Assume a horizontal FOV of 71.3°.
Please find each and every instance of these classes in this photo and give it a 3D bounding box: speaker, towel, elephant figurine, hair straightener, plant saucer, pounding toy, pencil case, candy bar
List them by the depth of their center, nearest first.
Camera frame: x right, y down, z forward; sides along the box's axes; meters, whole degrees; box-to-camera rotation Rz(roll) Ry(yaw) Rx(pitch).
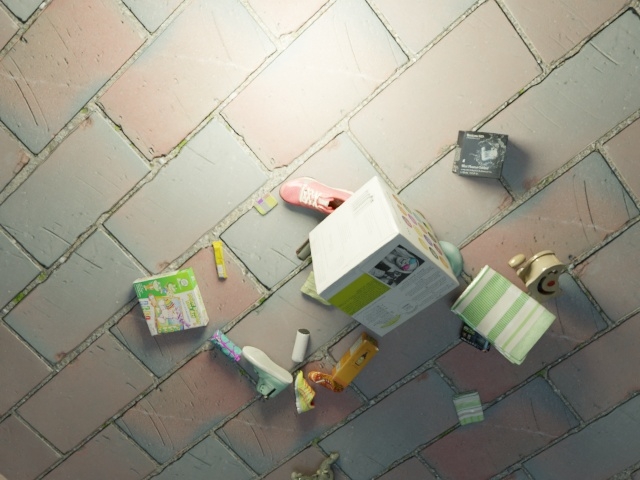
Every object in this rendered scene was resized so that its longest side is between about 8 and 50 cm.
[{"bbox_3d":[0.825,0.103,1.694,0.154,0.155,0.269,-37,130,17],"label":"pounding toy"},{"bbox_3d":[0.702,0.282,1.724,0.324,0.038,0.248,40,84,12],"label":"towel"},{"bbox_3d":[0.000,0.000,1.734,0.230,0.089,0.047,-39,118,10],"label":"hair straightener"},{"bbox_3d":[-0.213,-0.144,1.742,0.083,0.009,0.060,-40,101,13],"label":"towel"},{"bbox_3d":[0.470,0.100,1.763,0.194,0.037,0.195,1,106,2],"label":"plant saucer"},{"bbox_3d":[-0.409,0.081,1.812,0.040,0.018,0.162,-3,106,8],"label":"candy bar"},{"bbox_3d":[0.004,0.197,1.819,0.148,0.027,0.110,29,104,-5],"label":"towel"},{"bbox_3d":[-0.083,0.441,1.879,0.055,0.055,0.136,12,107,-1],"label":"speaker"},{"bbox_3d":[-0.401,0.447,1.890,0.151,0.070,0.064,45,79,-11],"label":"pencil case"},{"bbox_3d":[0.646,0.731,1.941,0.113,0.023,0.152,-16,105,8],"label":"towel"},{"bbox_3d":[-0.004,1.108,2.025,0.239,0.170,0.186,-14,135,-9],"label":"elephant figurine"}]

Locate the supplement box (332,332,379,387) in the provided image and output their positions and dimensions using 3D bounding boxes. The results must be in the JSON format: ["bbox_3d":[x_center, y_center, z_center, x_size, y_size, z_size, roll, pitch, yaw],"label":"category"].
[{"bbox_3d":[0.145,0.503,1.874,0.078,0.080,0.233,36,106,-8],"label":"supplement box"}]

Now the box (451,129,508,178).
[{"bbox_3d":[0.574,-0.311,1.611,0.155,0.093,0.159,5,105,2],"label":"box"}]

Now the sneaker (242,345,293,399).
[{"bbox_3d":[-0.262,0.574,1.907,0.255,0.094,0.151,40,107,-7],"label":"sneaker"}]

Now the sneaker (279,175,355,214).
[{"bbox_3d":[-0.002,-0.163,1.660,0.313,0.136,0.116,11,105,0],"label":"sneaker"}]

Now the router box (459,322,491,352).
[{"bbox_3d":[0.631,0.380,1.796,0.122,0.038,0.092,25,111,42],"label":"router box"}]

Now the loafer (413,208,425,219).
[{"bbox_3d":[0.389,-0.056,1.715,0.056,0.050,0.148,-36,101,12],"label":"loafer"}]

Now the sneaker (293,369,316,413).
[{"bbox_3d":[-0.068,0.649,1.933,0.094,0.081,0.209,-7,112,-3],"label":"sneaker"}]

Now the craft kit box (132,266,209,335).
[{"bbox_3d":[-0.620,0.257,1.857,0.246,0.061,0.250,-13,105,4],"label":"craft kit box"}]

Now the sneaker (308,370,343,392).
[{"bbox_3d":[0.028,0.604,1.924,0.175,0.067,0.064,33,72,-19],"label":"sneaker"}]

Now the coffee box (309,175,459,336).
[{"bbox_3d":[0.204,0.057,1.537,0.334,0.338,0.338,36,116,-29],"label":"coffee box"}]
